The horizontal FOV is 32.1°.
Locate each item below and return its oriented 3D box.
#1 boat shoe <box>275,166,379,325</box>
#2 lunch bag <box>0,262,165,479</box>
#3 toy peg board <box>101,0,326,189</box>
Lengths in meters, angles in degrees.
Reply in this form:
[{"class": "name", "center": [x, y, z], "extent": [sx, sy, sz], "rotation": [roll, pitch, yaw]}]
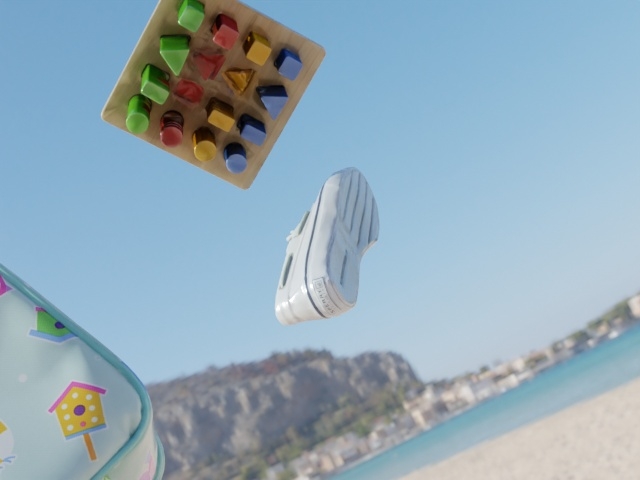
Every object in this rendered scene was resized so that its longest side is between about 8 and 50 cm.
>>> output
[{"class": "boat shoe", "center": [0.000, 0.000, 1.083], "extent": [0.076, 0.083, 0.226], "rotation": [-22, 21, 22]}, {"class": "lunch bag", "center": [-0.245, 0.144, 0.669], "extent": [0.279, 0.224, 0.108], "rotation": [-47, -23, -23]}, {"class": "toy peg board", "center": [-0.099, -0.139, 1.034], "extent": [0.161, 0.161, 0.079], "rotation": [-59, 16, 16]}]
